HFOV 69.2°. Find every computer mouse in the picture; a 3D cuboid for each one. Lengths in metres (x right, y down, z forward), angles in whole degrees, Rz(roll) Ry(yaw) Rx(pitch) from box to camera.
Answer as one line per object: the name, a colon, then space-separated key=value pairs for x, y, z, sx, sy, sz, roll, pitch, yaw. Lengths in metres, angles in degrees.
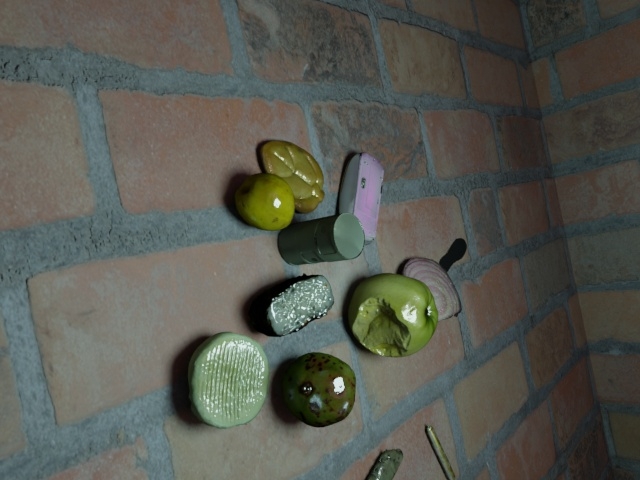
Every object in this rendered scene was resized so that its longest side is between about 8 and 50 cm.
computer mouse: x=0.137 y=-0.137 z=1.531 sx=0.158 sy=0.071 sz=0.311 roll=24 pitch=66 yaw=-37

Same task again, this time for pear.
pear: x=-0.139 y=-0.100 z=1.214 sx=0.162 sy=0.148 sz=0.149 roll=29 pitch=64 yaw=-32

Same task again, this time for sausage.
sausage: x=0.434 y=0.771 z=1.677 sx=0.033 sy=0.032 sz=0.269 roll=-37 pitch=108 yaw=-41

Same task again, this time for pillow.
pillow: x=0.185 y=0.729 z=1.435 sx=0.241 sy=0.051 sz=0.093 roll=-42 pitch=116 yaw=-39

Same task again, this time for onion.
onion: x=0.370 y=0.191 z=1.681 sx=0.250 sy=0.111 sz=0.248 roll=-8 pitch=65 yaw=-34

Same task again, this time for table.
table: x=0.000 y=0.000 z=1.275 sx=0.126 sy=0.219 sz=0.127 roll=10 pitch=76 yaw=-44

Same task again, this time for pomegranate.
pomegranate: x=0.005 y=0.396 z=1.240 sx=0.248 sy=0.202 sz=0.202 roll=32 pitch=58 yaw=-66

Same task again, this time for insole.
insole: x=0.555 y=0.060 z=1.940 sx=0.253 sy=0.005 sz=0.086 roll=-35 pitch=106 yaw=-42

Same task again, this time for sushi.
sushi: x=-0.080 y=0.168 z=1.233 sx=0.225 sy=0.127 sz=0.124 roll=-26 pitch=102 yaw=-35

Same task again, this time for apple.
apple: x=0.229 y=0.230 z=1.442 sx=0.279 sy=0.279 sz=0.279 roll=9 pitch=76 yaw=-42

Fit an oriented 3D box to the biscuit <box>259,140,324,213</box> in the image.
biscuit: x=-0.077 y=-0.194 z=1.360 sx=0.260 sy=0.041 sz=0.203 roll=38 pitch=59 yaw=-35

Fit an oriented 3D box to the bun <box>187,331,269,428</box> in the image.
bun: x=-0.218 y=0.322 z=1.090 sx=0.221 sy=0.108 sz=0.221 roll=6 pitch=79 yaw=-34
